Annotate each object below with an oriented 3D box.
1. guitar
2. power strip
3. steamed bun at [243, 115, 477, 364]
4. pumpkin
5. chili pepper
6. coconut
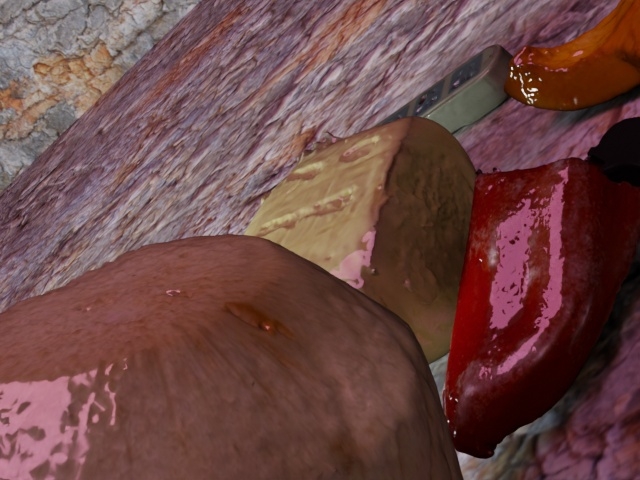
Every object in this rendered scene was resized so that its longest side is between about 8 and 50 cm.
[{"bbox_3d":[0.239,-0.064,1.198,0.271,0.038,0.084,-16,37,57],"label":"guitar"},{"bbox_3d":[0.121,-0.135,1.572,0.286,0.048,0.080,-32,27,37],"label":"power strip"},{"bbox_3d":[0.040,0.022,1.257,0.232,0.166,0.273,-26,33,38],"label":"steamed bun"},{"bbox_3d":[0.319,-0.228,1.242,0.258,0.095,0.290,-55,16,-8],"label":"pumpkin"},{"bbox_3d":[0.169,0.053,1.066,0.144,0.136,0.253,9,61,15],"label":"chili pepper"},{"bbox_3d":[-0.081,0.216,0.910,0.415,0.415,0.344,-52,30,-8],"label":"coconut"}]
